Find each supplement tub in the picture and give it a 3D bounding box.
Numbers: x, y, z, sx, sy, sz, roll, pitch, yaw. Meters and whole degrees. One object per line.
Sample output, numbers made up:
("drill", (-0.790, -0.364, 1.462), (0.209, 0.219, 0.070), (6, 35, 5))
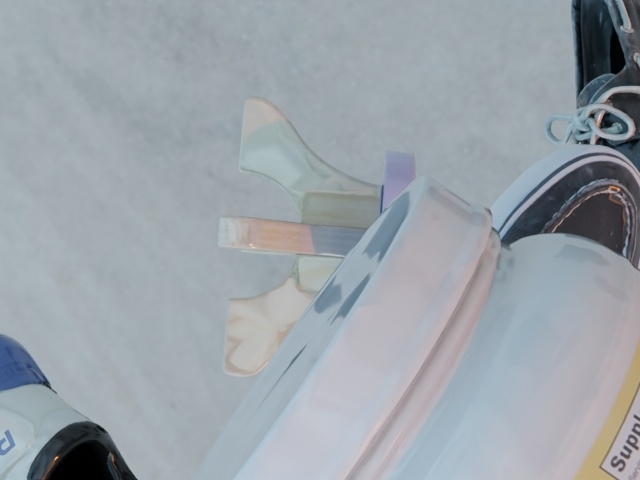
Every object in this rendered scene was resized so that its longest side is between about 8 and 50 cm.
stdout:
("supplement tub", (0.121, 0.147, 0.633), (0.331, 0.241, 0.241), (35, 154, -3))

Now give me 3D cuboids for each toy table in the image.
("toy table", (0.000, 0.000, 1.334), (0.161, 0.252, 0.274), (4, 166, 2))

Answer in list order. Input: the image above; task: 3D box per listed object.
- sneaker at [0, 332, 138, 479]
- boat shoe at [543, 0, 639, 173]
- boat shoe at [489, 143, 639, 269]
("sneaker", (-0.189, 0.235, 0.964), (0.182, 0.127, 0.315), (22, 113, 39))
("boat shoe", (0.249, -0.097, 1.210), (0.105, 0.306, 0.113), (18, 150, -21))
("boat shoe", (0.116, 0.078, 0.840), (0.108, 0.301, 0.102), (35, 169, -16))
